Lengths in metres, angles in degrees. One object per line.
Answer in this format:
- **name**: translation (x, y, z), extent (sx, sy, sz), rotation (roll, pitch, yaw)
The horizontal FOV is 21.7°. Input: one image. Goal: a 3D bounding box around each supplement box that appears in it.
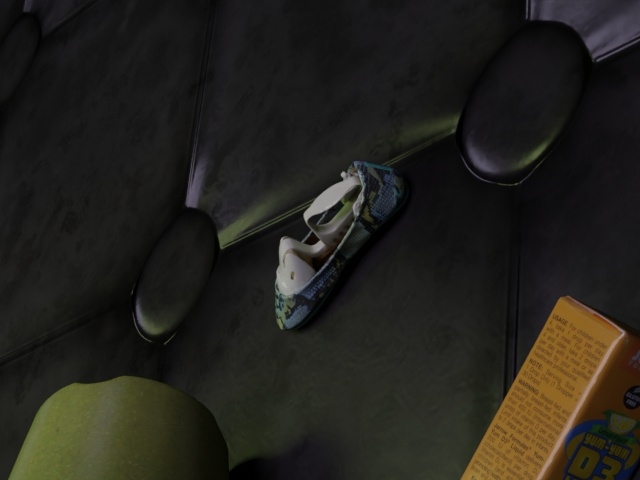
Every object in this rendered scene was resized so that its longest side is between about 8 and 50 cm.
- **supplement box**: translation (0.158, 0.161, 1.162), extent (0.080, 0.078, 0.233), rotation (31, 95, 57)

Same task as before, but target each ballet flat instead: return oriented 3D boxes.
- **ballet flat**: translation (0.000, 0.000, 1.504), extent (0.188, 0.070, 0.070), rotation (-53, 35, 18)

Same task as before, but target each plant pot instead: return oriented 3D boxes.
- **plant pot**: translation (-0.179, 0.264, 1.430), extent (0.276, 0.276, 0.254), rotation (-40, 29, 33)
